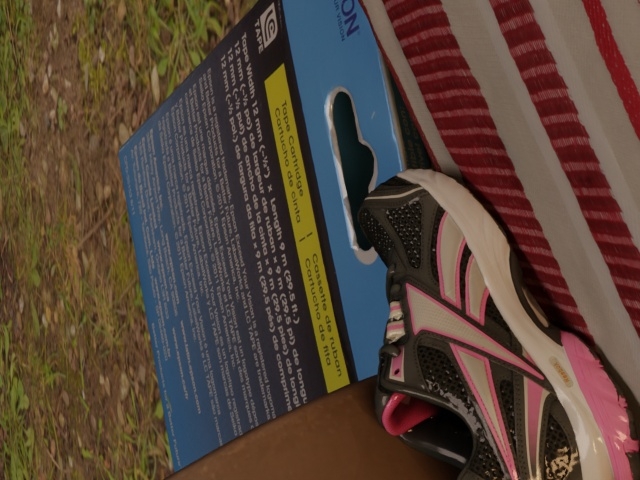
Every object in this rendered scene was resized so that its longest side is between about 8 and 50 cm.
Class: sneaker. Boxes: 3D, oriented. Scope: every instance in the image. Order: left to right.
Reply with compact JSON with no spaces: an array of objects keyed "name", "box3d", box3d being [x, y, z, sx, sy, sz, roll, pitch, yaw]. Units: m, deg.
[{"name":"sneaker","box3d":[0.049,0.040,0.521,0.178,0.077,0.072,56,168,47]}]

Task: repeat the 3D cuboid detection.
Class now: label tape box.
[{"name":"label tape box","box3d":[0.000,0.000,0.791,0.347,0.115,0.249,-31,67,56]}]

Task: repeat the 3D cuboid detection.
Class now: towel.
[{"name":"towel","box3d":[0.099,-0.014,0.428,0.237,0.037,0.329,65,173,-11]}]

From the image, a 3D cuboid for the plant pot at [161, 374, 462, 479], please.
[{"name":"plant pot","box3d":[0.023,0.188,0.558,0.229,0.263,0.263,62,148,12]}]
